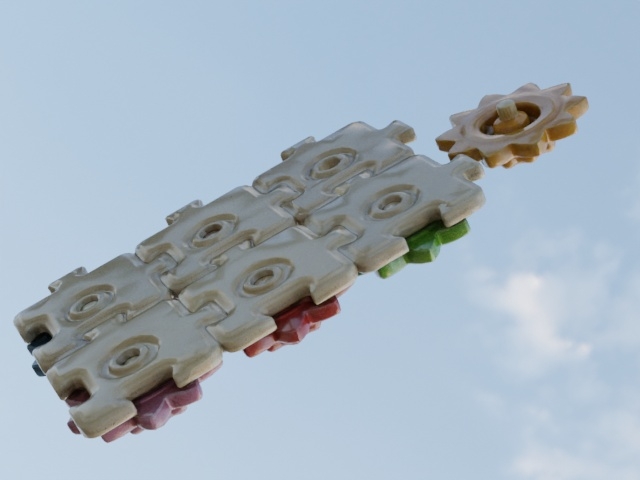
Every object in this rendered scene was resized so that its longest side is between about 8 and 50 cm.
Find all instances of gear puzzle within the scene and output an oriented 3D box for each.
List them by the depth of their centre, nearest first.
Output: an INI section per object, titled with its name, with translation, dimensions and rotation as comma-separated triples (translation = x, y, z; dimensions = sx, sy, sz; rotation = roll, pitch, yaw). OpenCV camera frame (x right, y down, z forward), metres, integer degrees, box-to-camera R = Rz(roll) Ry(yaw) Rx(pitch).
[gear puzzle]
translation = 0.000, 0.000, 0.836
dimensions = 0.175, 0.339, 0.044
rotation = 37, -26, 60
